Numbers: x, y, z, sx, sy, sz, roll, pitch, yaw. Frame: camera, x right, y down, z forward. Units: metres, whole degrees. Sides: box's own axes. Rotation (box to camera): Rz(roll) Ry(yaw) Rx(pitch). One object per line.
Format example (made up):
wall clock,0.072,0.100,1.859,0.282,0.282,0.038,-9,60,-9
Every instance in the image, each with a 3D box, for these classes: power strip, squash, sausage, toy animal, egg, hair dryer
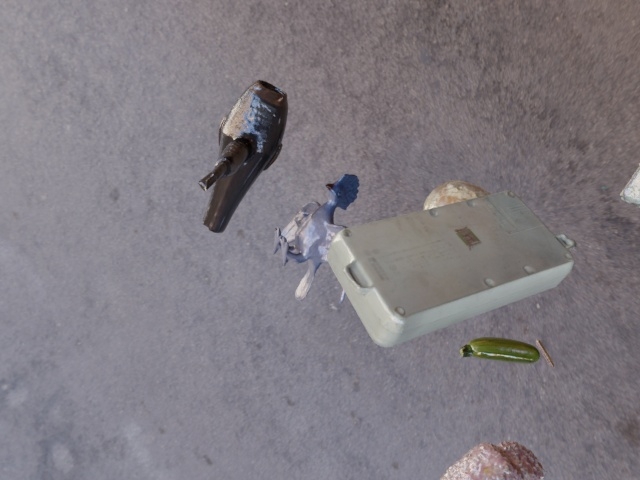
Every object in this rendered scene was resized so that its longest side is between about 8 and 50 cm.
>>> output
power strip,0.137,0.018,0.568,0.118,0.270,0.046,58,148,32
squash,0.496,0.303,1.560,0.251,0.066,0.066,9,96,-16
sausage,0.627,0.315,1.574,0.015,0.015,0.100,-30,99,17
toy animal,0.000,0.000,1.082,0.239,0.176,0.256,-130,35,-49
egg,0.358,-0.040,1.415,0.203,0.203,0.245,-31,62,17
hair dryer,-0.163,-0.109,0.942,0.120,0.359,0.304,29,110,-5

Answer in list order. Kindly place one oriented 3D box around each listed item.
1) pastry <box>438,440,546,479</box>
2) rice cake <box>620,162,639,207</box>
pastry,0.265,0.435,0.971,0.265,0.112,0.103,-33,45,-9
rice cake,0.557,-0.149,0.898,0.043,0.034,0.211,34,120,16
